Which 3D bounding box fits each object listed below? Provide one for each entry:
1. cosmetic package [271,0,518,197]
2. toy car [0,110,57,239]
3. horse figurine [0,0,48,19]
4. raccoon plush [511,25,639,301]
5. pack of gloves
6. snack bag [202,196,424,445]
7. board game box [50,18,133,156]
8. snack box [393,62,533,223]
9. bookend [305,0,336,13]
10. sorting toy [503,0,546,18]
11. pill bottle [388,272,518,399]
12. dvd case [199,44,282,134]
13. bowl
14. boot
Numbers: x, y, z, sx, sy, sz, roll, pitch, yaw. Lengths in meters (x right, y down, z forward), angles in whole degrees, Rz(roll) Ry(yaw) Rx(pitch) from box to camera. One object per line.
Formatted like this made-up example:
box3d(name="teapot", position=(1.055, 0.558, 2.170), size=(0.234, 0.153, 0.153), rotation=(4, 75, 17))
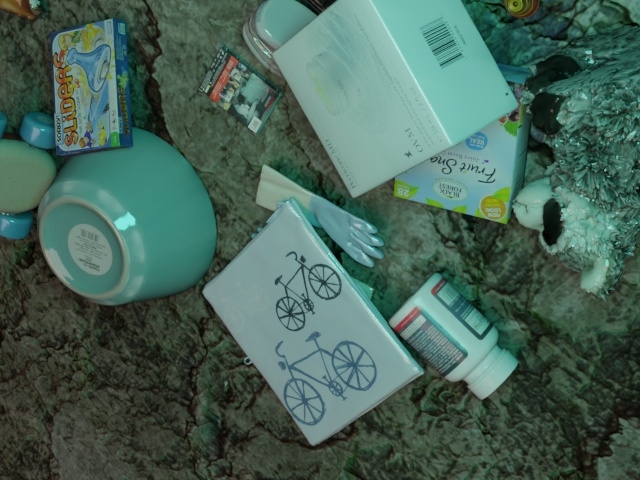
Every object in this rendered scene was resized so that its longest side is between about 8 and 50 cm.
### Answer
box3d(name="cosmetic package", position=(0.088, -0.205, 1.462), size=(0.224, 0.138, 0.224), rotation=(60, 147, -2))
box3d(name="toy car", position=(-0.589, -0.157, 1.987), size=(0.238, 0.210, 0.219), rotation=(44, 118, 41))
box3d(name="horse figurine", position=(-0.585, -0.429, 1.881), size=(0.263, 0.066, 0.174), rotation=(-6, 131, 22))
box3d(name="raccoon plush", position=(0.435, -0.089, 1.382), size=(0.446, 0.216, 0.299), rotation=(-1, 119, 38))
box3d(name="pack of gloves", position=(0.000, 0.000, 1.797), size=(0.232, 0.046, 0.195), rotation=(31, 135, 18))
box3d(name="snack bag", position=(-0.027, 0.138, 1.839), size=(0.343, 0.037, 0.323), rotation=(52, 136, 6))
box3d(name="board game box", position=(-0.366, -0.241, 1.832), size=(0.136, 0.035, 0.201), rotation=(-6, 87, 31))
box3d(name="snack box", position=(0.197, -0.144, 1.585), size=(0.174, 0.070, 0.207), rotation=(15, 121, 23))
box3d(name="bookend", position=(0.046, -0.356, 1.565), size=(0.156, 0.072, 0.157), rotation=(43, 127, 4))
box3d(name="sorting toy", position=(0.271, -0.326, 1.471), size=(0.061, 0.042, 0.102), rotation=(32, 125, 13))
box3d(name="pill bottle", position=(0.199, 0.145, 1.701), size=(0.180, 0.108, 0.108), rotation=(44, 127, 4))
box3d(name="dvd case", position=(-0.123, -0.230, 1.760), size=(0.119, 0.013, 0.087), rotation=(40, 126, 9))
box3d(name="bowl", position=(-0.344, -0.018, 1.897), size=(0.311, 0.163, 0.312), rotation=(13, 118, 25))
box3d(name="boot", position=(0.006, -0.249, 1.643), size=(0.258, 0.095, 0.123), rotation=(38, 168, -15))
